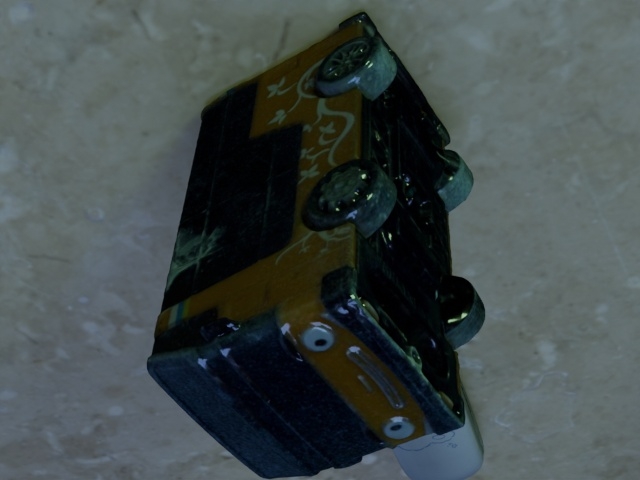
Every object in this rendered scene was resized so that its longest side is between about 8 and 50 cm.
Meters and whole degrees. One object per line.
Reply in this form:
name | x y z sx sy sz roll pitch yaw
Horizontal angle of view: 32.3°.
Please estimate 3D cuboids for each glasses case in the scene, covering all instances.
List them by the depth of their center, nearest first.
glasses case | 0.105 0.170 1.129 0.092 0.059 0.233 -14 130 10

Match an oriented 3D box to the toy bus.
toy bus | 0.000 0.000 0.817 0.194 0.323 0.162 -24 126 23
